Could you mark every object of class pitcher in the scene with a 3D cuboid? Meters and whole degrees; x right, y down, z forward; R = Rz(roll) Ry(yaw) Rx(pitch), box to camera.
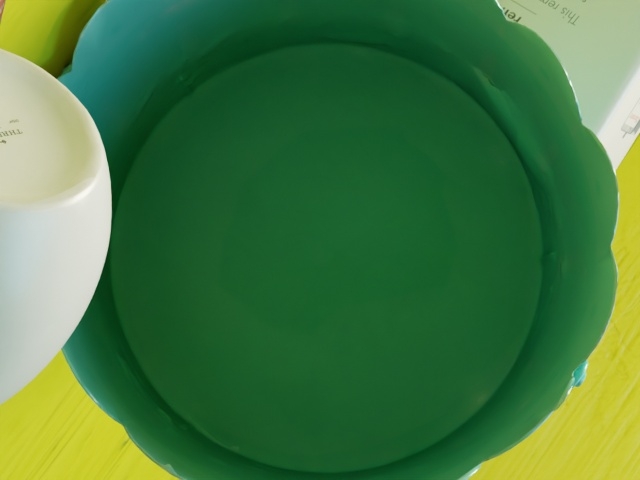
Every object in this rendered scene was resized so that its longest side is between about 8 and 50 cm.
[{"bbox_3d":[-0.180,0.029,0.724,0.178,0.125,0.207,-17,151,-46],"label":"pitcher"}]

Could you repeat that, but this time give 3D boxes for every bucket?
[{"bbox_3d":[0.000,0.000,0.937,0.281,0.281,0.183,-56,174,-5],"label":"bucket"}]

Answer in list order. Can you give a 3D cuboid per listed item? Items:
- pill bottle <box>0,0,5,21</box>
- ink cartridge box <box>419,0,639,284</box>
[{"bbox_3d":[-0.148,-0.084,0.544,0.121,0.121,0.216,-41,158,-48],"label":"pill bottle"},{"bbox_3d":[0.114,-0.156,1.096,0.353,0.207,0.119,-58,165,5],"label":"ink cartridge box"}]
